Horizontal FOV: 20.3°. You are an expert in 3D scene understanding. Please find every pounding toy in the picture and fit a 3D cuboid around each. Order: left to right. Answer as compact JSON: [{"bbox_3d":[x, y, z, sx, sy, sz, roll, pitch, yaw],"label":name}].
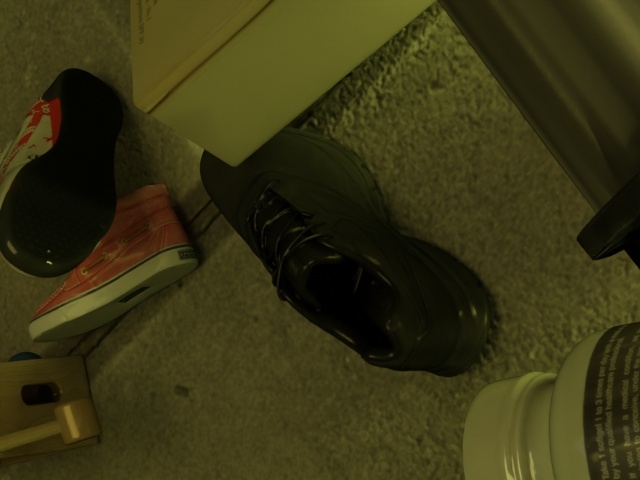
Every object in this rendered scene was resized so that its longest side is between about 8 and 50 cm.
[{"bbox_3d":[-0.273,0.142,1.529,0.206,0.181,0.094,-17,81,33],"label":"pounding toy"}]

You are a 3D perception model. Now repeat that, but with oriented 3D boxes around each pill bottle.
[{"bbox_3d":[0.261,0.133,1.177,0.318,0.176,0.176,-13,83,33],"label":"pill bottle"}]

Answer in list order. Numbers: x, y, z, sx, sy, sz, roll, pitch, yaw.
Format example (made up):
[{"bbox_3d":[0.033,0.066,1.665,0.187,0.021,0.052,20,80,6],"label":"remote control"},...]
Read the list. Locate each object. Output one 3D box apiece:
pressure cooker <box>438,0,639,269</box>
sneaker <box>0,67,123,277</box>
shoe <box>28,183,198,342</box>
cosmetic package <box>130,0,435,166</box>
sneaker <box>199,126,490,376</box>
[{"bbox_3d":[0.268,-0.156,0.937,0.370,0.375,0.420,-37,78,14],"label":"pressure cooker"},{"bbox_3d":[-0.240,-0.020,1.492,0.145,0.090,0.270,-48,21,30],"label":"sneaker"},{"bbox_3d":[-0.189,0.020,1.546,0.178,0.063,0.081,-29,74,25],"label":"shoe"},{"bbox_3d":[-0.005,-0.215,1.353,0.309,0.113,0.160,-40,38,28],"label":"cosmetic package"},{"bbox_3d":[0.000,0.000,1.378,0.286,0.130,0.109,37,112,29],"label":"sneaker"}]
